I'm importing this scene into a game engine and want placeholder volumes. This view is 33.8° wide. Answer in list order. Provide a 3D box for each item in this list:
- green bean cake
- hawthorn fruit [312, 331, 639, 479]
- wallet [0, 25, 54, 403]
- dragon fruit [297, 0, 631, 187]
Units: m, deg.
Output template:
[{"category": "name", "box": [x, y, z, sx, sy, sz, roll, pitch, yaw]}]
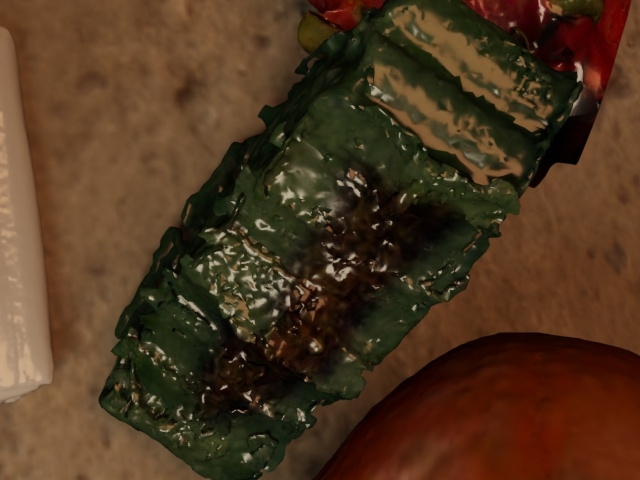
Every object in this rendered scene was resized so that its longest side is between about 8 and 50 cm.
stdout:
[{"category": "green bean cake", "box": [0.000, 0.000, 0.465, 0.107, 0.208, 0.193, 38, 61, -10]}, {"category": "hawthorn fruit", "box": [0.097, 0.188, 0.428, 0.284, 0.284, 0.284, 7, 74, -25]}, {"category": "wallet", "box": [-0.175, -0.012, 0.477, 0.095, 0.033, 0.190, -3, 78, -26]}, {"category": "dragon fruit", "box": [0.068, -0.118, 0.553, 0.172, 0.166, 0.160, 18, 100, 8]}]
